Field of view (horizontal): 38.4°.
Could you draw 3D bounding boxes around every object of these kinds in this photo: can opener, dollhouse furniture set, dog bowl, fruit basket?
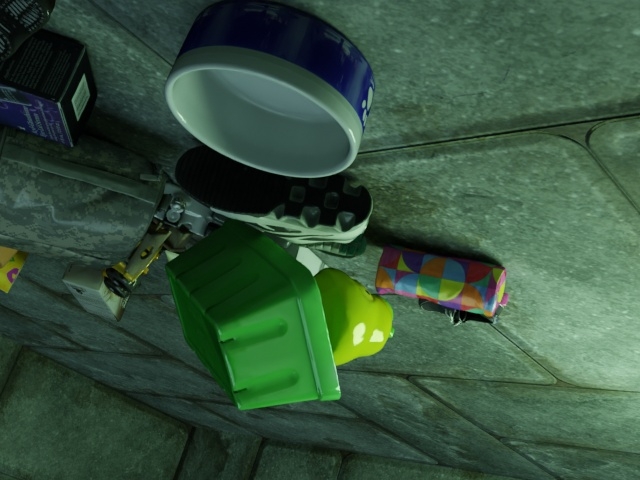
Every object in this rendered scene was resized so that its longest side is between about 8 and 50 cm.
[{"bbox_3d":[-0.192,-0.037,1.770,0.280,0.074,0.093,22,-167,-5],"label":"can opener"},{"bbox_3d":[-0.381,-0.028,1.848,0.182,0.101,0.161,41,-163,19],"label":"dollhouse furniture set"},{"bbox_3d":[-0.065,-0.194,1.215,0.265,0.104,0.265,16,159,6],"label":"dog bowl"},{"bbox_3d":[-0.042,0.115,1.603,0.392,0.392,0.283,4,119,32],"label":"fruit basket"}]

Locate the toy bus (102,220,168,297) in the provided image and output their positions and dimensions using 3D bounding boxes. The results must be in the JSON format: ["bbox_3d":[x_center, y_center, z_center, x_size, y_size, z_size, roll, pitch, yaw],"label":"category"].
[{"bbox_3d":[-0.451,0.004,1.978,0.211,0.149,0.220,37,158,-10],"label":"toy bus"}]

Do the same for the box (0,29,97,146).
[{"bbox_3d":[-0.462,-0.248,1.399,0.207,0.108,0.153,18,159,1],"label":"box"}]

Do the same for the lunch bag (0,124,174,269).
[{"bbox_3d":[-0.434,-0.086,1.588,0.305,0.212,0.256,17,163,-23],"label":"lunch bag"}]

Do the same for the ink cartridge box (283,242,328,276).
[{"bbox_3d":[-0.059,0.076,1.893,0.140,0.082,0.190,2,152,34],"label":"ink cartridge box"}]

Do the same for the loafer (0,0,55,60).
[{"bbox_3d":[-0.422,-0.309,1.254,0.220,0.078,0.080,-9,136,40],"label":"loafer"}]

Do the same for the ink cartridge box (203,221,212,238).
[{"bbox_3d":[-0.205,0.045,1.905,0.060,0.104,0.180,15,159,8],"label":"ink cartridge box"}]

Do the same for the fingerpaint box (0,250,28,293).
[{"bbox_3d":[-0.967,-0.055,2.173,0.445,0.163,0.371,9,157,36],"label":"fingerpaint box"}]

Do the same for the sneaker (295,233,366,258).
[{"bbox_3d":[0.000,0.000,1.695,0.166,0.065,0.076,20,164,2],"label":"sneaker"}]

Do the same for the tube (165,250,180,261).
[{"bbox_3d":[-0.316,0.087,2.168,0.070,0.062,0.240,-20,157,-14],"label":"tube"}]

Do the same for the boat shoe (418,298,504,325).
[{"bbox_3d":[0.266,0.132,1.788,0.206,0.065,0.075,-6,148,47],"label":"boat shoe"}]

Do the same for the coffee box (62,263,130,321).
[{"bbox_3d":[-0.528,0.087,2.223,0.098,0.141,0.246,16,160,6],"label":"coffee box"}]

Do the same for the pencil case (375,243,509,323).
[{"bbox_3d":[0.218,0.073,1.647,0.236,0.104,0.104,14,158,15],"label":"pencil case"}]

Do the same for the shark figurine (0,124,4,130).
[{"bbox_3d":[-0.683,-0.234,1.611,0.278,0.116,0.166,16,157,0],"label":"shark figurine"}]

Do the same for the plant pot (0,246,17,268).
[{"bbox_3d":[-0.709,-0.072,1.896,0.291,0.203,0.291,16,159,6],"label":"plant pot"}]

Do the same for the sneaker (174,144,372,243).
[{"bbox_3d":[-0.084,-0.057,1.536,0.331,0.122,0.146,18,157,3],"label":"sneaker"}]
